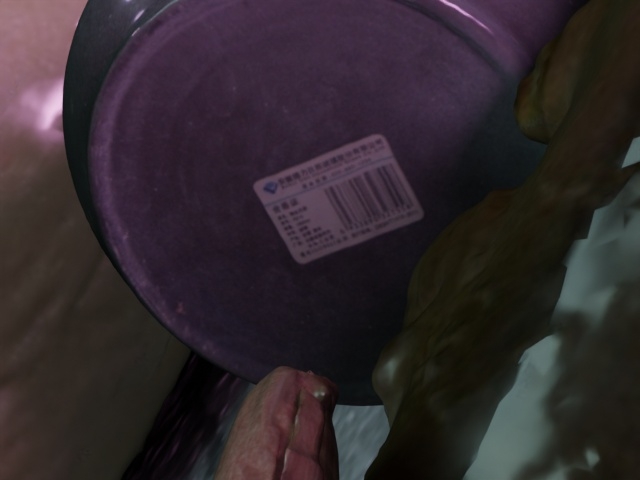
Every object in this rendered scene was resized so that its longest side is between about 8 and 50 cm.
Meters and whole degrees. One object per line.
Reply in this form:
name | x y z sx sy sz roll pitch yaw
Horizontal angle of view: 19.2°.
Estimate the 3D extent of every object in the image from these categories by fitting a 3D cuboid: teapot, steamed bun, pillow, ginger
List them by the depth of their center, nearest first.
pillow | -0.015 0.133 0.384 0.135 0.034 0.211 -74 -10 -51
ginger | 0.090 -0.005 0.409 0.166 0.080 0.333 4 58 42
teapot | 0.039 -0.069 0.606 0.203 0.171 0.225 -14 25 21
steamed bun | -0.182 -0.047 0.958 0.456 0.290 0.371 -61 12 -14
